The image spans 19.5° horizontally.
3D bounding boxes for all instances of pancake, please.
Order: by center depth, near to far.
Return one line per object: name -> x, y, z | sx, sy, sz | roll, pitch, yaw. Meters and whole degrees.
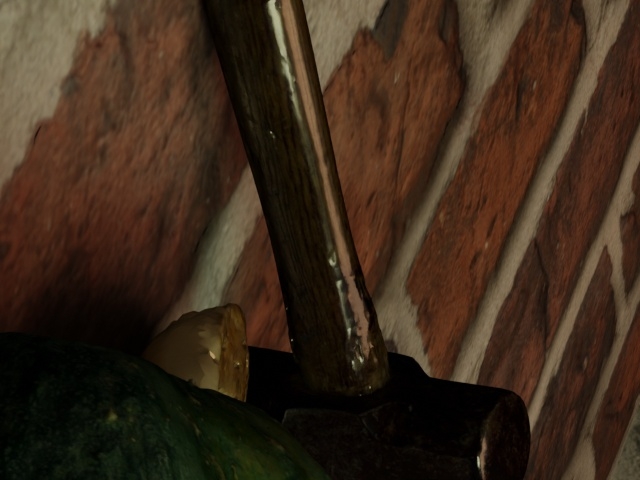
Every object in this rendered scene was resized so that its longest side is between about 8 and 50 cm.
pancake -> -0.112, 0.210, 1.126 | 0.387, 0.082, 0.386 | -163, -90, -85

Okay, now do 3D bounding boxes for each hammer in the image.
hammer -> 0.000, 0.000, 1.266 | 0.095, 0.243, 0.408 | -44, 130, -48

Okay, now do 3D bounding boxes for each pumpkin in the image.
pumpkin -> -0.151, 0.169, 0.863 | 0.197, 0.293, 0.263 | 25, 73, -43
